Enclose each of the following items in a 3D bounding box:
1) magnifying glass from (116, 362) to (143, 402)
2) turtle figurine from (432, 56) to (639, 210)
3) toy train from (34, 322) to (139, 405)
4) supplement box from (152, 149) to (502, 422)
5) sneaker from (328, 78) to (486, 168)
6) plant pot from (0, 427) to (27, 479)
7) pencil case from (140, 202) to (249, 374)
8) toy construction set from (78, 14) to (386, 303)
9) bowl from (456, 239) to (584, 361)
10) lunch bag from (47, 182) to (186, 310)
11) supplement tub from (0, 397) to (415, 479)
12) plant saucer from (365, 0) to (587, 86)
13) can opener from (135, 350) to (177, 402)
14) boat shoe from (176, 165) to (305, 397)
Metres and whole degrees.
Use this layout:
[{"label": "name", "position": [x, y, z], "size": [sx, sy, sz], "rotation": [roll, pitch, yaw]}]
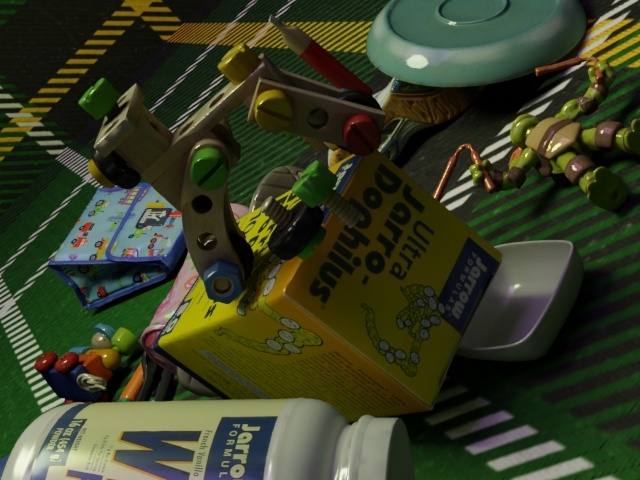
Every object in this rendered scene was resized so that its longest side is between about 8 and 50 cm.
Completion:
[{"label": "magnifying glass", "position": [-0.311, 0.269, 1.626], "size": [0.092, 0.026, 0.231], "rotation": [-16, 39, 47]}, {"label": "turtle figurine", "position": [0.272, -0.100, 1.208], "size": [0.269, 0.087, 0.217], "rotation": [-40, 31, -9]}, {"label": "toy train", "position": [-0.351, 0.199, 1.722], "size": [0.143, 0.105, 0.248], "rotation": [-44, 20, -31]}, {"label": "supplement box", "position": [-0.006, 0.071, 1.169], "size": [0.356, 0.195, 0.194], "rotation": [-25, 31, 58]}, {"label": "sneaker", "position": [0.123, -0.210, 1.591], "size": [0.296, 0.112, 0.131], "rotation": [-38, 19, 8]}, {"label": "plant pot", "position": [-0.297, 0.349, 1.234], "size": [0.212, 0.236, 0.236], "rotation": [-50, 23, -26]}, {"label": "pencil case", "position": [-0.169, 0.074, 1.600], "size": [0.124, 0.124, 0.284], "rotation": [-25, 32, 38]}, {"label": "toy construction set", "position": [-0.086, -0.125, 1.028], "size": [0.257, 0.237, 0.308], "rotation": [-38, 19, 40]}, {"label": "bowl", "position": [0.203, 0.070, 1.090], "size": [0.142, 0.053, 0.142], "rotation": [-7, 44, 55]}, {"label": "lunch bag", "position": [-0.331, -0.006, 2.002], "size": [0.293, 0.138, 0.221], "rotation": [-11, 38, 32]}, {"label": "supplement tub", "position": [-0.088, 0.256, 0.913], "size": [0.325, 0.235, 0.235], "rotation": [-3, 38, 12]}, {"label": "plant saucer", "position": [0.218, -0.319, 1.508], "size": [0.318, 0.043, 0.317], "rotation": [-9, 37, 7]}, {"label": "can opener", "position": [-0.245, 0.224, 1.570], "size": [0.059, 0.073, 0.186], "rotation": [0, 38, 2]}, {"label": "boat shoe", "position": [-0.090, 0.067, 1.480], "size": [0.355, 0.132, 0.130], "rotation": [-61, -1, -21]}]
